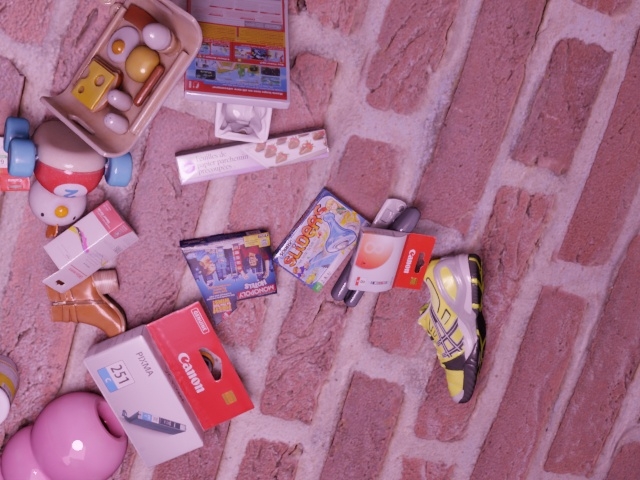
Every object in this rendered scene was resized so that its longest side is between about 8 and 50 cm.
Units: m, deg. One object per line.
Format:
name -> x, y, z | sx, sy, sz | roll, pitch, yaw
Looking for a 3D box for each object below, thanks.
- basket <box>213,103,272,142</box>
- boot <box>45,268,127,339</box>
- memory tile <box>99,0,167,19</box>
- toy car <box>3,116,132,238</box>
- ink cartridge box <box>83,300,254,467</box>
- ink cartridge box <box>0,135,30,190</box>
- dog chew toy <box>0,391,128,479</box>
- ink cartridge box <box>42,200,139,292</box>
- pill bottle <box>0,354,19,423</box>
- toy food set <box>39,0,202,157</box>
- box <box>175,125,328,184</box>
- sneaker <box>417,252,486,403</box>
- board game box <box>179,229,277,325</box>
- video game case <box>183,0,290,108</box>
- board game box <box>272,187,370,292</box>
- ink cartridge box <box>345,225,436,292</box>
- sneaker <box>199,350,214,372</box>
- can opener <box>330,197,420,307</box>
basket -> -0.161, -0.294, 1.580 | 0.113, 0.103, 0.167 | 5, 102, -14
boot -> -0.500, 0.162, 1.642 | 0.152, 0.073, 0.197 | -11, 94, -11
memory tile -> -0.387, -0.496, 1.526 | 0.113, 0.012, 0.148 | -39, 109, 0
toy car -> -0.513, -0.100, 1.511 | 0.219, 0.210, 0.238 | 3, 117, -28
ink cartridge box -> -0.318, 0.312, 1.636 | 0.261, 0.066, 0.296 | -24, 109, 2
ink cartridge box -> -0.627, -0.155, 1.552 | 0.063, 0.029, 0.115 | -2, 104, -12
dog chew toy -> -0.583, 0.472, 1.642 | 0.332, 0.206, 0.206 | -34, 109, 6
ink cartridge box -> -0.484, 0.016, 1.564 | 0.198, 0.115, 0.067 | -38, 74, -9
pill bottle -> -0.682, 0.307, 1.576 | 0.103, 0.184, 0.103 | -3, 105, -12
toy food set -> -0.386, -0.337, 1.447 | 0.220, 0.092, 0.306 | 38, 95, 24
box -> -0.146, -0.183, 1.633 | 0.324, 0.067, 0.063 | -12, 106, -10
sneaker -> 0.313, 0.207, 1.819 | 0.147, 0.145, 0.384 | 2, 109, 19
board game box -> -0.200, 0.083, 1.692 | 0.194, 0.060, 0.194 | -10, 107, -10
video game case -> -0.163, -0.395, 1.509 | 0.204, 0.025, 0.285 | 3, 66, -13
board game box -> 0.000, 0.000, 1.727 | 0.136, 0.035, 0.201 | 35, 94, -18
ink cartridge box -> 0.158, 0.051, 1.690 | 0.179, 0.045, 0.145 | 9, 116, -10
sneaker -> -0.341, 0.318, 1.709 | 0.215, 0.083, 0.084 | -26, 110, -3
can opener -> 0.120, 0.029, 1.738 | 0.074, 0.093, 0.280 | 29, 101, -19
